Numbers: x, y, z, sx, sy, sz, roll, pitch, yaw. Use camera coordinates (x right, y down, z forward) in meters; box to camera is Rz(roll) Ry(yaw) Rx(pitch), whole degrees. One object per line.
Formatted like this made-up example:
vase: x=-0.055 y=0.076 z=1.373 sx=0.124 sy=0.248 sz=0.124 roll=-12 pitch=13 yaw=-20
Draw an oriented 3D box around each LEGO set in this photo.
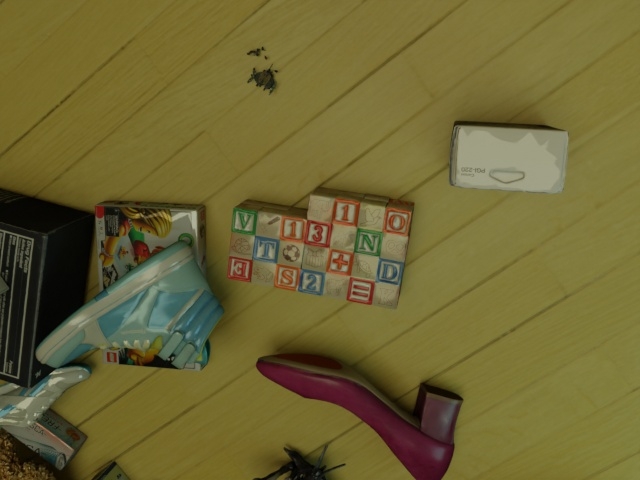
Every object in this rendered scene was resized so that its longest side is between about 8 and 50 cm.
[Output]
LEGO set: x=-0.096 y=-0.285 z=1.238 sx=0.054 sy=0.023 sz=0.083 roll=0 pitch=89 yaw=8

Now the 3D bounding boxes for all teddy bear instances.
teddy bear: x=-0.587 y=0.514 z=1.442 sx=0.245 sy=0.113 sz=0.338 roll=-32 pitch=98 yaw=30

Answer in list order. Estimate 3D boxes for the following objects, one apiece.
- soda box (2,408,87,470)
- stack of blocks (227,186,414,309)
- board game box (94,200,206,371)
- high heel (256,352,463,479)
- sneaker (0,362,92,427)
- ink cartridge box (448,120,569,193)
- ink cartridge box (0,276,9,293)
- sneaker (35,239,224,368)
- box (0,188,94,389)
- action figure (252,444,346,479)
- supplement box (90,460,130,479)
soda box: x=-0.560 y=0.370 z=1.451 sx=0.183 sy=0.058 sz=0.063 roll=36 pitch=106 yaw=1
stack of blocks: x=0.000 y=0.000 z=1.247 sx=0.297 sy=0.087 sz=0.171 roll=9 pitch=104 yaw=8
board game box: x=-0.307 y=0.084 z=1.341 sx=0.193 sy=0.053 sz=0.305 roll=3 pitch=103 yaw=9
high heel: x=0.055 y=0.318 z=1.284 sx=0.377 sy=0.127 sz=0.181 roll=15 pitch=94 yaw=3
sneaker: x=-0.542 y=0.298 z=1.392 sx=0.229 sy=0.087 sz=0.092 roll=-21 pitch=87 yaw=-6
ink cartridge box: x=0.274 y=-0.130 z=1.099 sx=0.159 sy=0.218 sz=0.092 roll=4 pitch=103 yaw=9
ink cartridge box: x=-0.666 y=0.081 z=1.194 sx=0.237 sy=0.100 sz=0.172 roll=-32 pitch=95 yaw=15
sneaker: x=-0.307 y=0.167 z=1.246 sx=0.319 sy=0.127 sz=0.208 roll=-35 pitch=97 yaw=2
box: x=-0.595 y=0.070 z=1.323 sx=0.294 sy=0.183 sz=0.296 roll=15 pitch=106 yaw=8
action figure: x=-0.067 y=0.503 z=1.350 sx=0.164 sy=0.141 sz=0.275 roll=41 pitch=108 yaw=12
supplement box: x=-0.417 y=0.499 z=1.440 sx=0.056 sy=0.083 sz=0.083 roll=-39 pitch=92 yaw=15
